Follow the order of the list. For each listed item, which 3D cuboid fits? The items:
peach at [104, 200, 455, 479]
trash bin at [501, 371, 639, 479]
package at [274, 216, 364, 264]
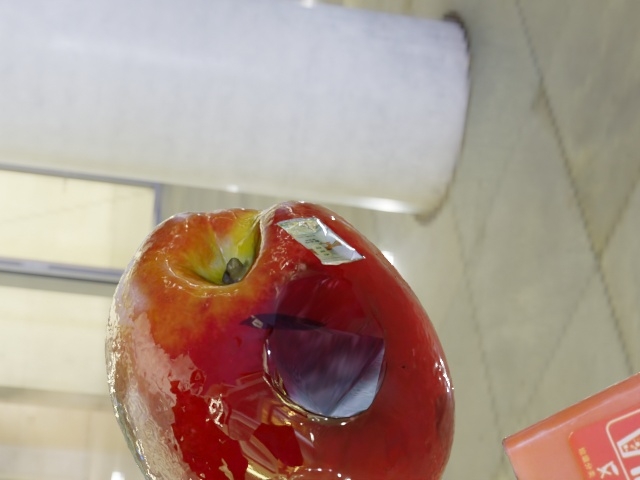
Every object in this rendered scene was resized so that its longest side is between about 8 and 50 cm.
[{"bbox_3d":[-0.037,0.143,1.508,0.406,0.335,0.310,63,153,-3],"label":"peach"},{"bbox_3d":[0.271,0.162,1.127,0.161,0.239,0.184,68,-170,13],"label":"trash bin"},{"bbox_3d":[0.000,0.000,1.164,0.110,0.037,0.015,41,-137,-61],"label":"package"}]
